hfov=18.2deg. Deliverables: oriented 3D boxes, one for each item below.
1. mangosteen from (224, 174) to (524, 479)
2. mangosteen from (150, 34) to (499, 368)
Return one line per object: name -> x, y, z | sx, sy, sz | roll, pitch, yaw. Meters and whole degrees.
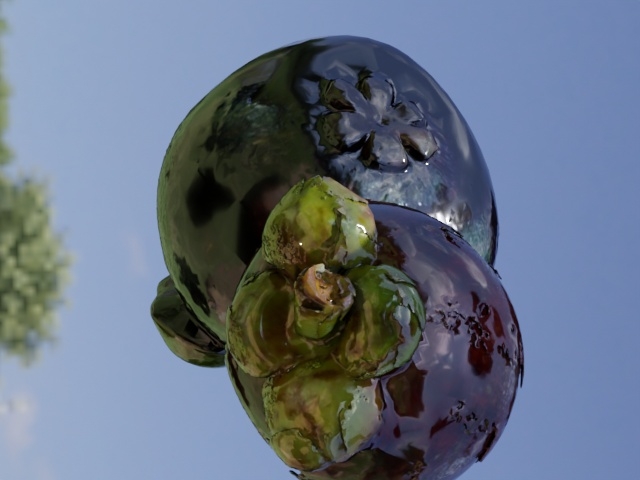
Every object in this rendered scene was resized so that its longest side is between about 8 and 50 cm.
mangosteen -> 0.021, 0.054, 1.053 | 0.180, 0.166, 0.166 | 34, 44, -61
mangosteen -> 0.000, 0.000, 1.262 | 0.243, 0.243, 0.243 | 178, -90, -73
